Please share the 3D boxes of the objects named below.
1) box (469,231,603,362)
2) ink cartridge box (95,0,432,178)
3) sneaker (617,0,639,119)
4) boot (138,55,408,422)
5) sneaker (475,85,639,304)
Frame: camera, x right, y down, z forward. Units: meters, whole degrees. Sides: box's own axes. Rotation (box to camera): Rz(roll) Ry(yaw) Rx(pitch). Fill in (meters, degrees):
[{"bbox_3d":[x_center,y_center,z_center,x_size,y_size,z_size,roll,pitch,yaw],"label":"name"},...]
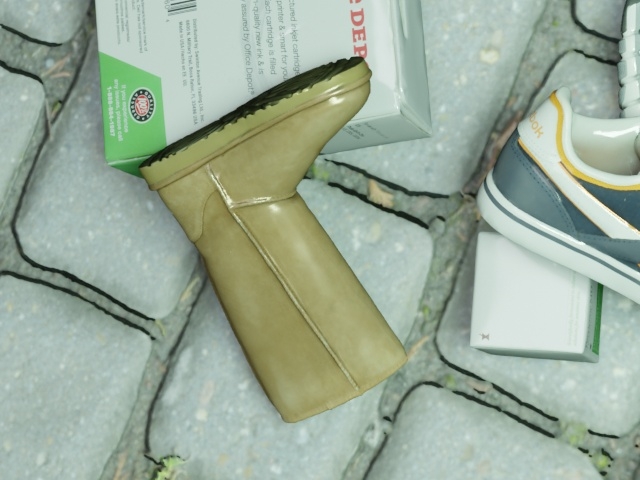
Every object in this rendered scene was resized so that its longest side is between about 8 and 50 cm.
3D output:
[{"bbox_3d":[0.187,0.050,1.384,0.102,0.087,0.101,3,82,20],"label":"box"},{"bbox_3d":[-0.052,-0.181,1.492,0.289,0.121,0.211,-8,79,18],"label":"ink cartridge box"},{"bbox_3d":[0.322,-0.106,1.375,0.132,0.086,0.228,0,91,15],"label":"sneaker"},{"bbox_3d":[0.000,0.000,1.398,0.236,0.089,0.269,-25,105,24],"label":"boot"},{"bbox_3d":[0.293,-0.011,1.279,0.321,0.126,0.127,24,119,-4],"label":"sneaker"}]
